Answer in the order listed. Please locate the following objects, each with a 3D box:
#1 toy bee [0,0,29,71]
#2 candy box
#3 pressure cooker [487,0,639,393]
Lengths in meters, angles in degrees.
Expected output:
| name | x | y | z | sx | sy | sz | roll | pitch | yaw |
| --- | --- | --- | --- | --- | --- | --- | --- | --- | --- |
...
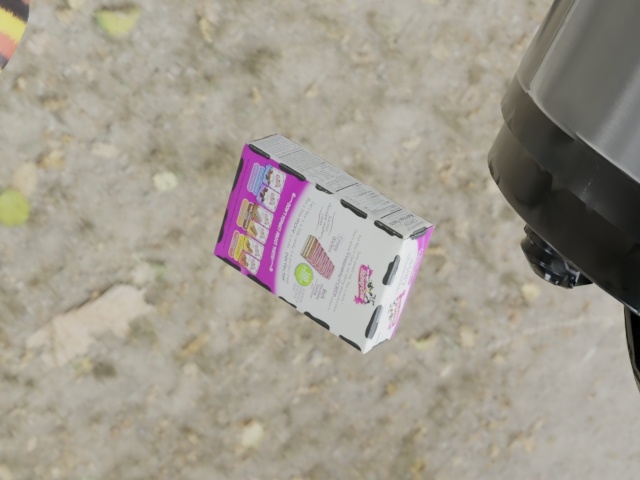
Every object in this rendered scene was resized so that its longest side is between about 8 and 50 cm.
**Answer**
| name | x | y | z | sx | sy | sz | roll | pitch | yaw |
| --- | --- | --- | --- | --- | --- | --- | --- | --- | --- |
| toy bee | -0.337 | -0.109 | 0.901 | 0.195 | 0.298 | 0.162 | 10 | 82 | -49 |
| candy box | 0.000 | 0.000 | 1.527 | 0.071 | 0.233 | 0.159 | -24 | 140 | -51 |
| pressure cooker | 0.302 | -0.078 | 0.758 | 0.370 | 0.375 | 0.420 | 5 | 119 | -48 |
